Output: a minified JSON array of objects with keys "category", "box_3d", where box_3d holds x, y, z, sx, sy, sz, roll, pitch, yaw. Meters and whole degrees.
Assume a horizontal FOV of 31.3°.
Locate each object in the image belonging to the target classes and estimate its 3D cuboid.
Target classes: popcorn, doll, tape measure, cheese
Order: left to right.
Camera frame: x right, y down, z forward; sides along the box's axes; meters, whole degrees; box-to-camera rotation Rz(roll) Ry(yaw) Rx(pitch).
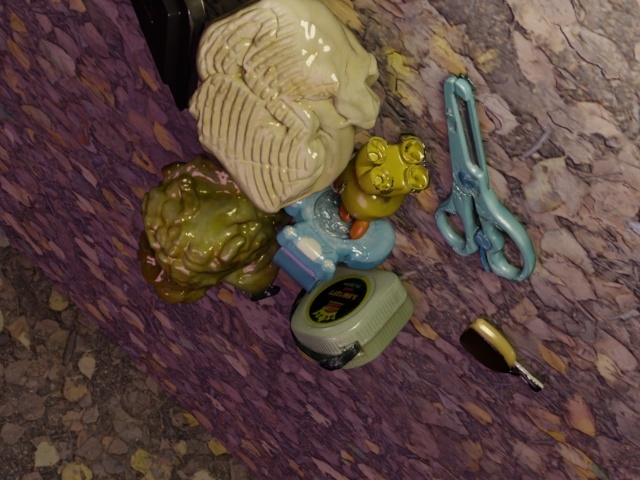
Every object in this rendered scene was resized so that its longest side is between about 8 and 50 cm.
[{"category":"popcorn","box_3d":[-0.185,-0.036,2.102,0.293,0.293,0.237,117,143,-65]},{"category":"tape measure","box_3d":[0.037,0.145,2.078,0.235,0.207,0.115,8,140,50]},{"category":"doll","box_3d":[0.076,-0.085,1.742,0.221,0.135,0.143,-24,74,63]},{"category":"cheese","box_3d":[0.311,0.199,1.933,0.162,0.036,0.086,42,153,5]}]

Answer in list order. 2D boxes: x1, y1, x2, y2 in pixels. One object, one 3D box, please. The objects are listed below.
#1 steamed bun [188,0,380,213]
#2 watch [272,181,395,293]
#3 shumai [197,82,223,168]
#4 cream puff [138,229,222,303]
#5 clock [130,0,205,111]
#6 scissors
[{"category":"steamed bun","box_3d":[-0.039,-0.211,1.630,0.276,0.203,0.289,-17,109,34]},{"category":"watch","box_3d":[0.000,0.000,1.917,0.211,0.211,0.193,42,151,5]},{"category":"shumai","box_3d":[-0.148,-0.186,1.835,0.185,0.218,0.184,-7,82,41]},{"category":"cream puff","box_3d":[-0.257,0.035,2.355,0.194,0.221,0.195,16,118,33]},{"category":"clock","box_3d":[-0.244,-0.369,1.738,0.273,0.049,0.279,110,140,-62]},{"category":"scissors","box_3d":[0.221,-0.080,1.635,0.180,0.032,0.393,26,150,34]}]
